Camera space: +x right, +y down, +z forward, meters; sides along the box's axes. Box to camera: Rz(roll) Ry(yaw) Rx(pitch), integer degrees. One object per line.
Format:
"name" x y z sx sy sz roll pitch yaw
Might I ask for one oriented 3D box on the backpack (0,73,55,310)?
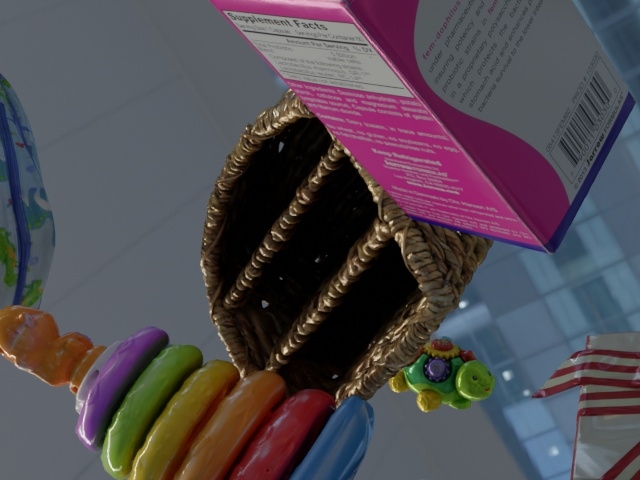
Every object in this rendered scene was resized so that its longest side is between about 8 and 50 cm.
"backpack" -0.403 -0.035 1.239 0.273 0.290 0.355 20 -160 -16

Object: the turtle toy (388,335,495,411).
"turtle toy" 0.144 0.150 1.369 0.095 0.130 0.066 -12 -63 -35

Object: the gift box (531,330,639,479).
"gift box" 0.342 0.223 1.114 0.255 0.276 0.258 -71 -31 -59

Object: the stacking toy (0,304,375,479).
"stacking toy" -0.124 0.133 0.926 0.301 0.175 0.166 30 -119 10

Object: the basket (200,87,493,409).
"basket" 0.000 0.000 1.010 0.213 0.299 0.223 37 -131 -2

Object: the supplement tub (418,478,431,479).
"supplement tub" 0.145 0.355 1.241 0.199 0.144 0.144 34 -157 15

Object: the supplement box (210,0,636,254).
"supplement box" 0.060 -0.103 0.650 0.220 0.114 0.111 45 -110 -42
